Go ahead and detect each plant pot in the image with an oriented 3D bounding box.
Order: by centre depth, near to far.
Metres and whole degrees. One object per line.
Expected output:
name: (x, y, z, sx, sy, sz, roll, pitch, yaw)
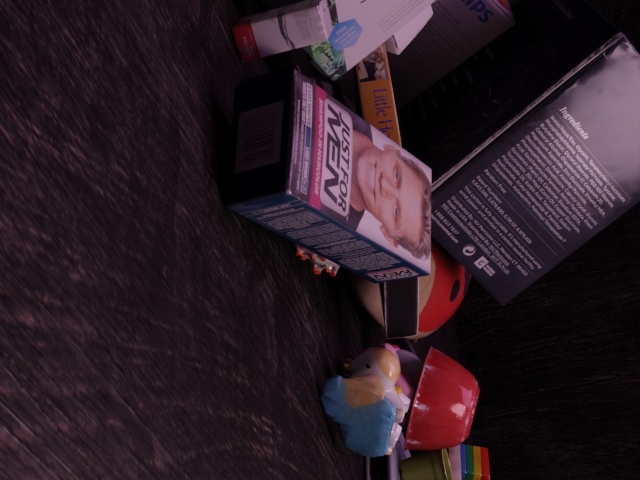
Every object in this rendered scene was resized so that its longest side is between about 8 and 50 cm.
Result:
plant pot: (0.179, 0.394, 1.777, 0.083, 0.079, 0.083, -12, 90, -79)

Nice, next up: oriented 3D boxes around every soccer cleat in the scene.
soccer cleat: (0.000, 0.000, 1.623, 0.196, 0.068, 0.076, 64, 34, -73)

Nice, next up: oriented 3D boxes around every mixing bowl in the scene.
mixing bowl: (0.209, 0.277, 1.736, 0.181, 0.098, 0.182, 15, 90, -79)

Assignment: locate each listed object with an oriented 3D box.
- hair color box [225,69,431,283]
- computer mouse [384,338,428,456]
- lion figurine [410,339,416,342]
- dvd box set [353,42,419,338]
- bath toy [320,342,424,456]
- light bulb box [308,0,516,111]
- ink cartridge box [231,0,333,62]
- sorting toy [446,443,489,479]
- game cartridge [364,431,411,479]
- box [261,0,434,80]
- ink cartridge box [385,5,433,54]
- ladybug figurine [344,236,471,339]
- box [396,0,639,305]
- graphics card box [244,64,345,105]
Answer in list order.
hair color box: (0.024, -0.075, 1.411, 0.347, 0.105, 0.174, 28, 58, -50)
computer mouse: (0.152, 0.314, 1.967, 0.188, 0.072, 0.272, -161, -121, -71)
lion figurine: (0.194, 0.037, 2.372, 0.392, 0.142, 0.240, -74, 142, -60)
dvd box set: (0.111, -0.084, 1.777, 0.308, 0.062, 0.421, 82, 2, -61)
bath toy: (0.092, 0.235, 1.691, 0.348, 0.129, 0.152, -16, 121, -77)
light bulb box: (0.178, -0.506, 2.182, 0.225, 0.361, 0.358, 38, 32, -30)
ink cartridge box: (-0.054, -0.315, 1.546, 0.099, 0.135, 0.056, -72, 148, -68)
sorting toy: (0.257, 0.534, 1.969, 0.257, 0.089, 0.256, -78, 179, -65)
game cartridge: (0.124, 0.445, 1.784, 0.297, 0.062, 0.198, -88, 165, -53)
box: (0.021, -0.420, 1.610, 0.322, 0.232, 0.058, 41, 15, -45)
ink cartridge box: (0.043, -0.469, 1.837, 0.117, 0.278, 0.201, -50, 142, -20)
ladybug figurine: (0.190, 0.038, 2.087, 0.449, 0.161, 0.305, -9, 78, -67)
box: (0.403, -0.212, 2.004, 0.297, 0.471, 0.480, 42, 18, -20)
graphics card box: (-0.014, -0.147, 1.666, 0.371, 0.094, 0.233, -31, 109, -79)
